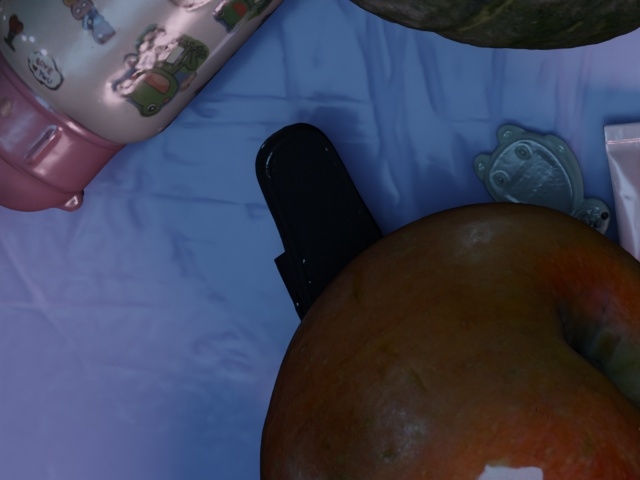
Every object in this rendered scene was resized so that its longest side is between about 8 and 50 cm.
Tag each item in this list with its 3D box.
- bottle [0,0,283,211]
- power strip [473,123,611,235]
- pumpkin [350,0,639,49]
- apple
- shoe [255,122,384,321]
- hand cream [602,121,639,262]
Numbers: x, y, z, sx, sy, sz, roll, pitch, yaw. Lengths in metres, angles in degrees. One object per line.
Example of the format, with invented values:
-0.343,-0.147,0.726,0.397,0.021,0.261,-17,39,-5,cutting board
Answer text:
-0.106,-0.123,1.003,0.120,0.120,0.253,44,103,-2,bottle
0.124,-0.028,1.031,0.083,0.035,0.055,39,104,2,power strip
0.085,-0.227,0.885,0.300,0.300,0.207,44,147,-2,pumpkin
0.090,0.105,0.948,0.254,0.253,0.253,2,102,8,apple
0.000,0.000,1.045,0.062,0.053,0.159,-30,121,-15,shoe
0.190,0.040,1.032,0.052,0.038,0.216,-9,99,-33,hand cream
